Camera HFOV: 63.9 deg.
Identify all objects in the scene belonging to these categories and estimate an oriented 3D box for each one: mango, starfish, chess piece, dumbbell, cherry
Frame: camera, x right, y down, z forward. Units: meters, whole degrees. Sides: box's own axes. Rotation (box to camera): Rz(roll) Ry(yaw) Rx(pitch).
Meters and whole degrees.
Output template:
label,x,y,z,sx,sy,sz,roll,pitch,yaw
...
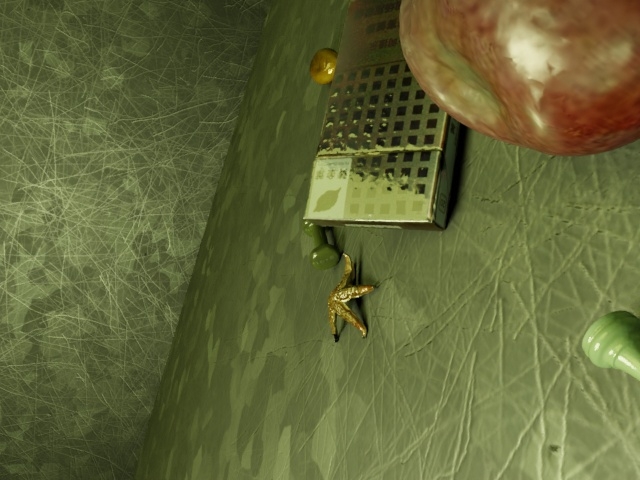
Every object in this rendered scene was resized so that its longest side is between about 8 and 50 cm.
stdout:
label,x,y,z,sx,sy,sz,roll,pitch,yaw
mango,0.014,-0.380,1.120,0.114,0.057,0.079,38,107,59
starfish,0.031,0.098,0.752,0.133,0.041,0.130,-112,41,-59
chess piece,0.207,0.087,0.313,0.042,0.042,0.093,-64,29,26
dumbbell,0.000,0.000,0.887,0.118,0.052,0.046,-103,-9,-53
cherry,0.183,-0.180,0.359,0.239,0.206,0.239,-33,19,12

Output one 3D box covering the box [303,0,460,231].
label,x,y,z,sx,sy,sz,roll,pitch,yaw
box,0.092,-0.174,0.658,0.180,0.047,0.325,4,76,34
